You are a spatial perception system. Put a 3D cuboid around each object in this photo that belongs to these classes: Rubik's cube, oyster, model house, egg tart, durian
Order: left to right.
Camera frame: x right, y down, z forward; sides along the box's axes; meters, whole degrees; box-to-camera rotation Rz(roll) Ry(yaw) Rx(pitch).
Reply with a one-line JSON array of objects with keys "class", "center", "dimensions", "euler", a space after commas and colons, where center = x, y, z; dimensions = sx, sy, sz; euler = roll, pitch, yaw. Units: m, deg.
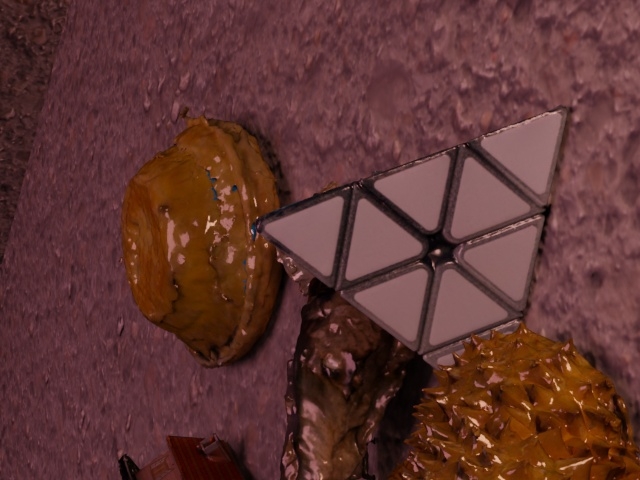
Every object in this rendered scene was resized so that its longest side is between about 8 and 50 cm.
[{"class": "egg tart", "center": [-0.186, 0.000, 1.865], "dimensions": [0.388, 0.169, 0.388], "euler": [10, 101, 63]}, {"class": "model house", "center": [-0.160, 0.392, 1.825], "dimensions": [0.207, 0.154, 0.294], "euler": [55, 176, -23]}, {"class": "oyster", "center": [-0.001, 0.002, 1.598], "dimensions": [0.165, 0.053, 0.108], "euler": [-57, 46, 45]}, {"class": "oyster", "center": [0.024, 0.168, 1.443], "dimensions": [0.198, 0.133, 0.337], "euler": [-174, 96, -79]}, {"class": "Rubik's cube", "center": [0.106, -0.007, 1.277], "dimensions": [0.229, 0.233, 0.228], "euler": [-59, -30, -26]}, {"class": "durian", "center": [0.169, 0.172, 1.139], "dimensions": [0.305, 0.185, 0.195], "euler": [10, 71, 55]}]
